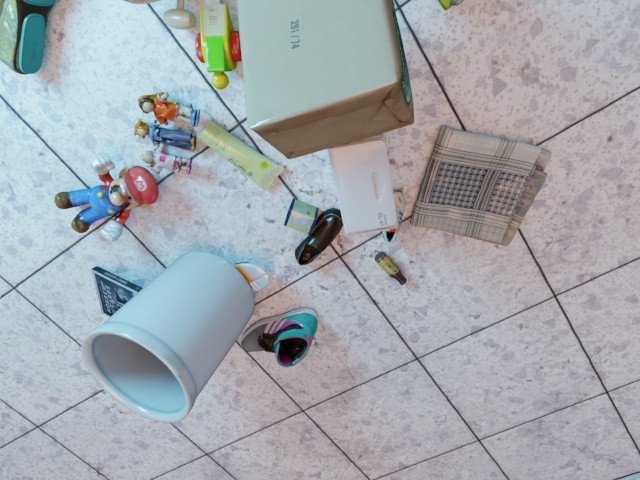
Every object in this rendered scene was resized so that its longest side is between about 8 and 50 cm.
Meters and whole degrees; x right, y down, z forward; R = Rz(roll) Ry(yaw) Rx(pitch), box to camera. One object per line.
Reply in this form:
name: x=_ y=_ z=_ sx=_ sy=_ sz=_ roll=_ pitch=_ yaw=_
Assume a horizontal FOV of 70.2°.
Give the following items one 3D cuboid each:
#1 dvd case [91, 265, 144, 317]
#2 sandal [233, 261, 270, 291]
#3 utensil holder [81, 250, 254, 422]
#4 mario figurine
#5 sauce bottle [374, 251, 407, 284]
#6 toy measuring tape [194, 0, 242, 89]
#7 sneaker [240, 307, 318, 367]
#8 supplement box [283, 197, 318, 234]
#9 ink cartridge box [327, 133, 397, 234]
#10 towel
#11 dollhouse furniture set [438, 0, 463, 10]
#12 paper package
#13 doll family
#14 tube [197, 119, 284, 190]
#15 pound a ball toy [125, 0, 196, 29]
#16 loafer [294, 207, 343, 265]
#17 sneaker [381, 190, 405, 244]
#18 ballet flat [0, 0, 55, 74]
dvd case: x=-0.640 y=0.197 z=1.467 sx=0.238 sy=0.029 sz=0.179 roll=18 pitch=122 yaw=27
sandal: x=-0.263 y=0.116 z=1.447 sx=0.265 sy=0.076 sz=0.102 roll=-17 pitch=111 yaw=33
utensil holder: x=-0.409 y=0.259 z=1.310 sx=0.327 sy=0.385 sz=0.328 roll=11 pitch=124 yaw=17
mario figurine: x=-0.604 y=-0.114 z=1.276 sx=0.320 sy=0.170 sz=0.198 roll=-17 pitch=151 yaw=20
sauce bottle: x=0.222 y=0.089 z=1.419 sx=0.042 sy=0.042 sz=0.128 roll=-39 pitch=112 yaw=21
toy measuring tape: x=-0.244 y=-0.531 z=1.097 sx=0.121 sy=0.121 sz=0.330 roll=-1 pitch=96 yaw=4
sneaker: x=-0.144 y=0.344 z=1.497 sx=0.295 sy=0.178 sz=0.124 roll=-24 pitch=114 yaw=15
supplement box: x=-0.055 y=-0.070 z=1.324 sx=0.083 sy=0.083 sz=0.056 roll=20 pitch=118 yaw=-7
ink cartridge box: x=0.099 y=-0.185 z=1.128 sx=0.131 sy=0.306 sz=0.226 roll=-10 pitch=117 yaw=8
towel: x=0.445 y=-0.140 z=1.276 sx=0.324 sy=0.056 sz=0.312 roll=11 pitch=118 yaw=-4
dollhouse furniture set: x=0.258 y=-0.670 z=0.946 sx=0.197 sy=0.151 sz=0.301 roll=-37 pitch=110 yaw=20
paper package: x=0.007 y=-0.367 z=0.906 sx=0.309 sy=0.168 sz=0.325 roll=-13 pitch=73 yaw=20
doll family: x=-0.415 y=-0.302 z=1.219 sx=0.163 sy=0.118 sz=0.263 roll=13 pitch=136 yaw=-11
tube: x=-0.221 y=-0.237 z=1.260 sx=0.240 sy=0.062 sz=0.070 roll=35 pitch=155 yaw=-20
pound a ball toy: x=-0.398 y=-0.647 z=0.996 sx=0.135 sy=0.208 sz=0.319 roll=1 pitch=102 yaw=20
loafer: x=0.000 y=0.000 z=1.361 sx=0.080 sy=0.078 sz=0.220 roll=30 pitch=116 yaw=-13
sneaker: x=0.214 y=-0.062 z=1.318 sx=0.057 sy=0.075 sz=0.161 roll=8 pitch=119 yaw=-1
ballet flat: x=-0.702 y=-0.572 z=1.079 sx=0.123 sy=0.123 sz=0.349 roll=27 pitch=116 yaw=-11
